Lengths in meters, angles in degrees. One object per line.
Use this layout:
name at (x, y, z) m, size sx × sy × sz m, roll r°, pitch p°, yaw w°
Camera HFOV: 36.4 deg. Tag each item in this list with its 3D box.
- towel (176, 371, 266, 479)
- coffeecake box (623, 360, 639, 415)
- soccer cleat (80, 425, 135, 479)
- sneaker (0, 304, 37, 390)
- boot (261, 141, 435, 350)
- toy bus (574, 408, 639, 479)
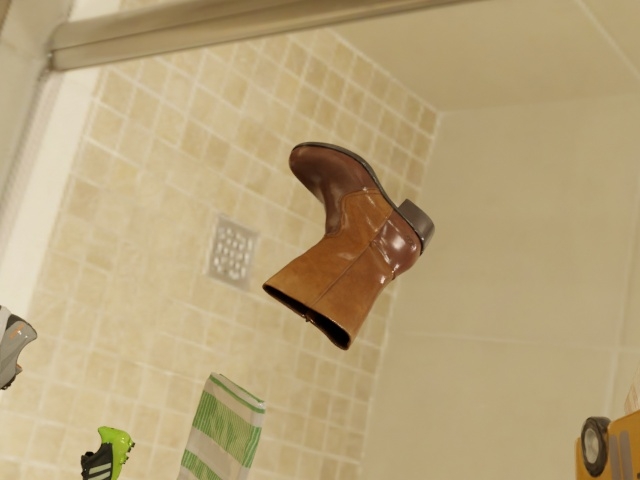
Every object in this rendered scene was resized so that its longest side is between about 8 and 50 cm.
towel at (-0.213, 0.439, 1.906) m, size 0.038 × 0.248 × 0.325 m, roll 22°, pitch 87°, yaw -32°
coffeecake box at (0.479, 0.174, 1.222) m, size 0.068 × 0.142 × 0.185 m, roll -80°, pitch 176°, yaw -54°
soccer cleat at (-0.370, 0.392, 1.610) m, size 0.060 × 0.072 × 0.179 m, roll -28°, pitch 141°, yaw -89°
sneaker at (-0.595, 0.250, 1.710) m, size 0.108 × 0.100 × 0.271 m, roll 32°, pitch 86°, yaw -29°
boot at (0.000, 0.000, 1.421) m, size 0.264 × 0.096 × 0.280 m, roll 41°, pitch 50°, yaw 4°
toy bus at (0.289, 0.166, 0.680) m, size 0.108 × 0.333 × 0.130 m, roll 2°, pitch 68°, yaw -8°
